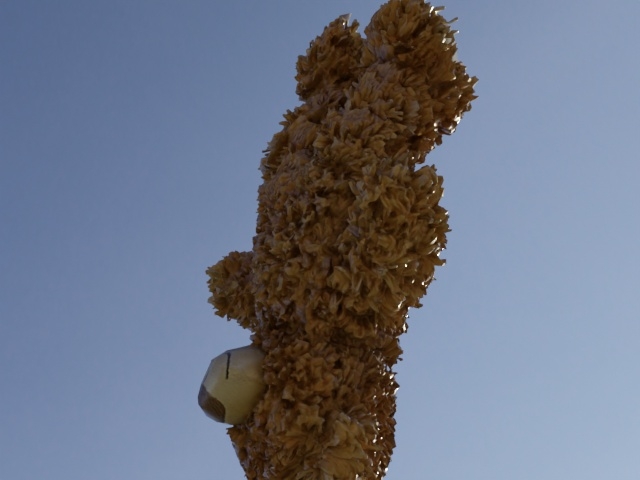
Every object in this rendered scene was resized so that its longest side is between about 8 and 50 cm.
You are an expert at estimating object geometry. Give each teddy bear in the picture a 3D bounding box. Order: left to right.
[{"bbox_3d":[0.000,0.000,0.836,0.113,0.245,0.338,19,-87,-33],"label":"teddy bear"}]
